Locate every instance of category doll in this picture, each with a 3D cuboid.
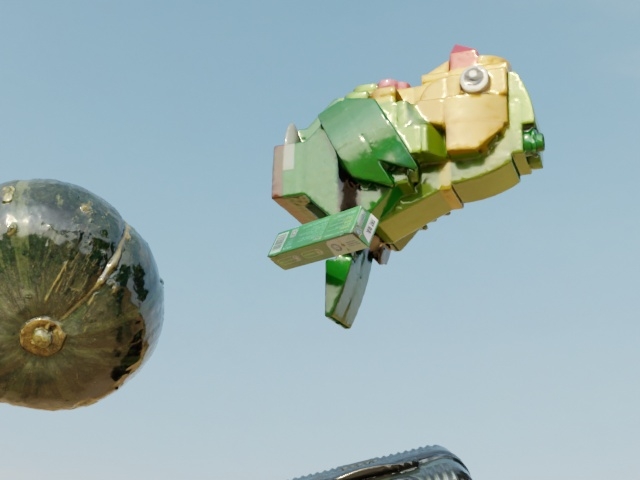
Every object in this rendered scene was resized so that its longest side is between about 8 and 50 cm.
[{"bbox_3d":[0.058,-0.048,0.607,0.186,0.134,0.106,-33,-29,8],"label":"doll"}]

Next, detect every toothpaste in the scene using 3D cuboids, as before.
[{"bbox_3d":[0.000,0.000,0.549,0.017,0.020,0.083,39,-32,-26],"label":"toothpaste"}]

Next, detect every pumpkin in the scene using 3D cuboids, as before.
[{"bbox_3d":[-0.215,0.045,0.715,0.190,0.190,0.146,3,11,-2],"label":"pumpkin"}]

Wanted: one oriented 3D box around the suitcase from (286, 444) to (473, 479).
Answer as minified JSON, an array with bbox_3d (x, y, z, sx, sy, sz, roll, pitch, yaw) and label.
[{"bbox_3d":[0.069,0.352,0.830,0.202,0.312,0.128,-14,3,-3],"label":"suitcase"}]
